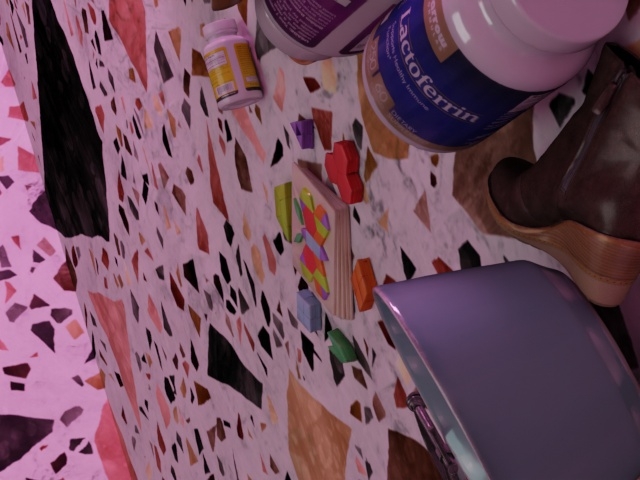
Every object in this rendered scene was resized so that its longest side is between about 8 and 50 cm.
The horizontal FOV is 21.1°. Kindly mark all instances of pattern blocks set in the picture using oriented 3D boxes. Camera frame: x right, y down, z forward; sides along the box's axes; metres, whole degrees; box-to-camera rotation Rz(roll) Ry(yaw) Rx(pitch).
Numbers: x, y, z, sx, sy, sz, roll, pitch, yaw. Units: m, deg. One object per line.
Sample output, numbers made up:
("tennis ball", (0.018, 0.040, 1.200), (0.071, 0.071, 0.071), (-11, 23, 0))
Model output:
("pattern blocks set", (0.000, 0.000, 2.244), (0.285, 0.026, 0.325), (-146, 45, -61))

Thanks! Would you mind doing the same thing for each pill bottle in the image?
("pill bottle", (-0.124, -0.242, 2.351), (0.065, 0.065, 0.116), (150, 105, -69))
("pill bottle", (0.154, -0.187, 1.531), (0.264, 0.153, 0.153), (-36, 69, 62))
("pill bottle", (0.032, -0.287, 1.770), (0.301, 0.169, 0.169), (150, 105, -68))

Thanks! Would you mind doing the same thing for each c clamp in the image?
("c clamp", (0.123, 0.212, 1.806), (0.161, 0.022, 0.137), (-121, 7, -65))

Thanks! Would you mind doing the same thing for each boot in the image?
("boot", (0.240, -0.081, 1.535), (0.248, 0.090, 0.207), (-128, 45, -56))

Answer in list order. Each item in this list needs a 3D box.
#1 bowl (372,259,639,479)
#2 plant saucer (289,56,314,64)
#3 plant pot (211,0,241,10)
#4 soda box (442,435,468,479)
("bowl", (0.191, 0.142, 1.575), (0.311, 0.163, 0.311), (61, 176, 7))
("plant saucer", (-0.023, -0.314, 2.083), (0.200, 0.037, 0.200), (166, 90, -70))
("plant pot", (-0.065, -0.352, 1.814), (0.236, 0.032, 0.236), (-163, 90, -89))
("soda box", (0.180, 0.183, 1.802), (0.098, 0.091, 0.286), (120, 132, -64))
